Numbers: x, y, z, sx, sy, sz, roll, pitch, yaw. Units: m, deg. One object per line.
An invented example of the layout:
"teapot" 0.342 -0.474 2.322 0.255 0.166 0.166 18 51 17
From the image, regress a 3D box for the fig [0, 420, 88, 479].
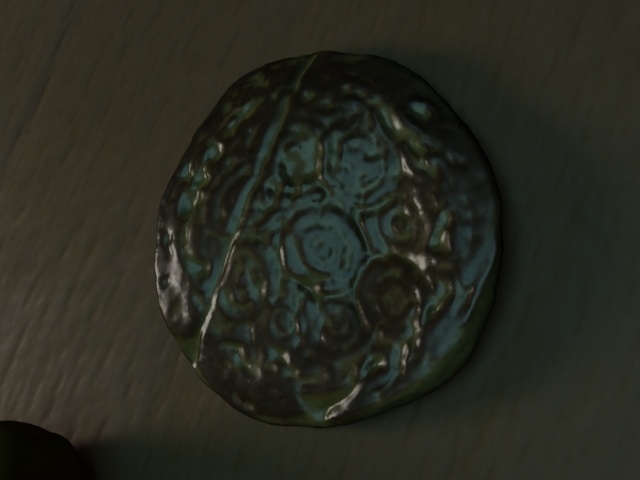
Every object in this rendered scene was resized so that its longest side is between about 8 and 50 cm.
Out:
"fig" -0.219 0.194 0.565 0.166 0.154 0.144 28 138 56

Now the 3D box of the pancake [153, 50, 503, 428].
"pancake" 0.000 0.000 0.563 0.250 0.031 0.250 -4 80 23
